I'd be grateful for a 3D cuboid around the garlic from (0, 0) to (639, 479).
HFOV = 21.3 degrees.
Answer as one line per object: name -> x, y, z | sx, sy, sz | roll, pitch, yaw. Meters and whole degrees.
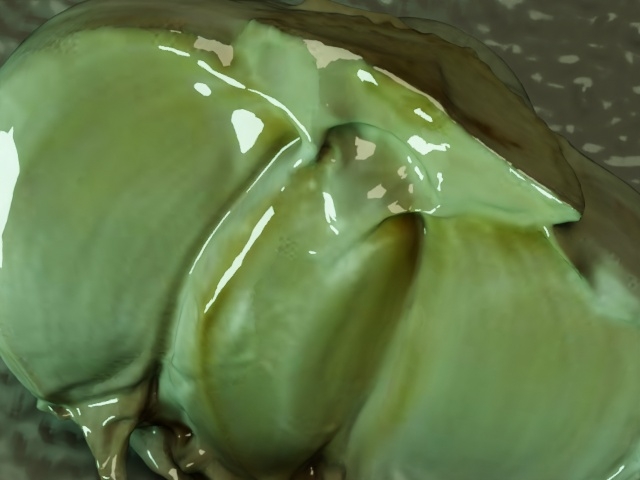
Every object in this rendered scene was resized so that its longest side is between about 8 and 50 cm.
garlic -> 0.000, 0.000, 0.549 | 0.229, 0.178, 0.142 | 24, 31, -9
